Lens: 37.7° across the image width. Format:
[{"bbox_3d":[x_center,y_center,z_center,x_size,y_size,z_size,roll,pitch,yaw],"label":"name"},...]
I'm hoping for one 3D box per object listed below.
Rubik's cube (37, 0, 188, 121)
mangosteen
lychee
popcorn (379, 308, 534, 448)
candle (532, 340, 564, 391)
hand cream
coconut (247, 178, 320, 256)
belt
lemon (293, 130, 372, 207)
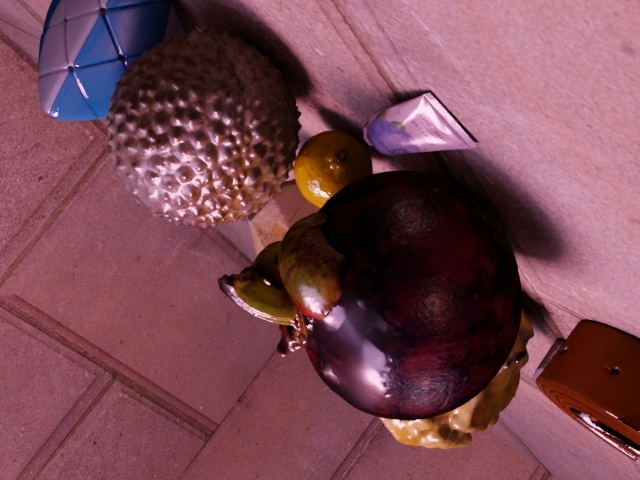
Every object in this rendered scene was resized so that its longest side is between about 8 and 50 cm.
[{"bbox_3d":[-0.289,-0.241,1.317,0.254,0.254,0.254,36,171,6],"label":"Rubik's cube"},{"bbox_3d":[0.070,0.074,1.141,0.306,0.359,0.306,34,129,56],"label":"mangosteen"},{"bbox_3d":[-0.148,-0.143,1.218,0.255,0.255,0.274,40,155,-16],"label":"lychee"},{"bbox_3d":[0.204,0.183,1.445,0.252,0.286,0.215,22,-163,-29],"label":"popcorn"},{"bbox_3d":[0.415,0.228,1.509,0.168,0.068,0.192,43,166,-28],"label":"candle"},{"bbox_3d":[0.098,-0.122,1.023,0.084,0.053,0.142,42,160,-26],"label":"hand cream"},{"bbox_3d":[0.000,0.000,1.456,0.236,0.237,0.197,34,172,23],"label":"coconut"},{"bbox_3d":[0.454,0.242,1.245,0.338,0.122,0.217,31,168,36],"label":"belt"},{"bbox_3d":[0.017,-0.095,1.270,0.109,0.109,0.133,38,166,-4],"label":"lemon"}]
